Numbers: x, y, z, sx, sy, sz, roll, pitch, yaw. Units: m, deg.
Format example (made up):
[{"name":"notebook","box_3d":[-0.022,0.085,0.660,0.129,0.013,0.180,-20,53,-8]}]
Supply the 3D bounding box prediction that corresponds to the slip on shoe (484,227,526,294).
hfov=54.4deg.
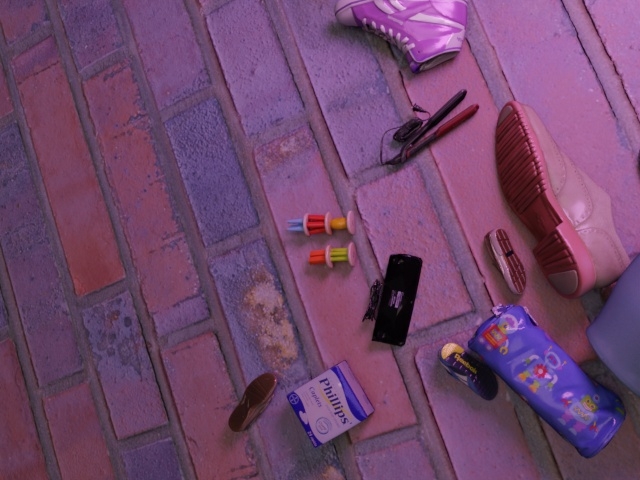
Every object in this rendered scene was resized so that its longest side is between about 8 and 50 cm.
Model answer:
[{"name":"slip on shoe","box_3d":[0.363,0.043,1.232,0.041,0.051,0.136,-28,85,55]}]

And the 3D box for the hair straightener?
[{"name":"hair straightener","box_3d":[0.213,-0.240,1.304,0.230,0.047,0.089,-37,76,18]}]

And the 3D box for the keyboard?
[{"name":"keyboard","box_3d":[0.148,0.120,1.310,0.100,0.038,0.192,13,89,-4]}]

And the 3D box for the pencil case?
[{"name":"pencil case","box_3d":[0.420,0.249,1.156,0.133,0.119,0.306,-45,74,2]}]

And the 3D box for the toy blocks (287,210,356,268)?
[{"name":"toy blocks","box_3d":[0.000,0.000,1.349,0.148,0.054,0.123,-3,85,19]}]

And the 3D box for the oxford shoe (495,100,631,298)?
[{"name":"oxford shoe","box_3d":[0.453,-0.090,1.184,0.146,0.140,0.397,-13,76,-14]}]

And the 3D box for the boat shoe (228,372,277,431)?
[{"name":"boat shoe","box_3d":[-0.144,0.360,1.384,0.056,0.048,0.153,34,91,30]}]

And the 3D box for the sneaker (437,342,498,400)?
[{"name":"sneaker","box_3d":[0.291,0.259,1.238,0.144,0.059,0.053,44,69,1]}]

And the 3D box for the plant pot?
[{"name":"plant pot","box_3d":[0.604,0.137,1.038,0.272,0.271,0.255,46,115,16]}]

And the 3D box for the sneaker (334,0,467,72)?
[{"name":"sneaker","box_3d":[0.159,-0.434,1.302,0.281,0.102,0.161,5,91,19]}]

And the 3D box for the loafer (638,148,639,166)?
[{"name":"loafer","box_3d":[0.684,-0.098,1.117,0.087,0.094,0.251,-31,72,-22]}]

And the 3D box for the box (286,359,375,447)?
[{"name":"box","box_3d":[0.021,0.342,1.310,0.137,0.072,0.126,-34,77,13]}]
